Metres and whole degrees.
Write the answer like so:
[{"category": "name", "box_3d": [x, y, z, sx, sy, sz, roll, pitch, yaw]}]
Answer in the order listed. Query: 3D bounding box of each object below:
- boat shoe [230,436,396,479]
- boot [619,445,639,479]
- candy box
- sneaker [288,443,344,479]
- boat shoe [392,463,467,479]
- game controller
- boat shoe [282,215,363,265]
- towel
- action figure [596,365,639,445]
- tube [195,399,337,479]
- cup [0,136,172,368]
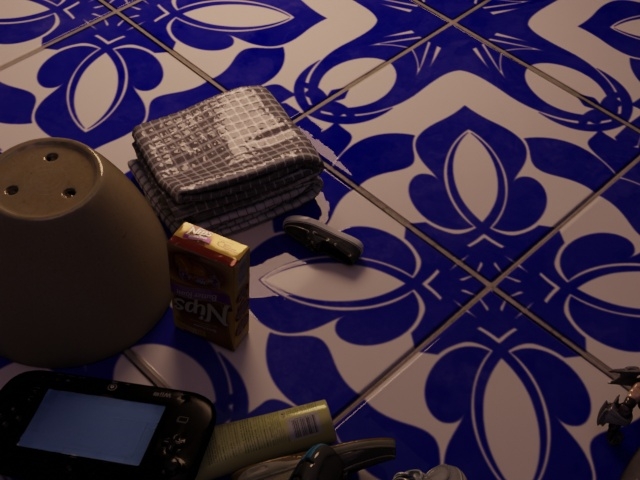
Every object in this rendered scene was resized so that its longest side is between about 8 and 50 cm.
[{"category": "boat shoe", "box_3d": [-0.004, 0.315, 1.220, 0.224, 0.080, 0.073, -12, 71, -7]}, {"category": "boot", "box_3d": [0.364, 0.351, 1.038, 0.118, 0.222, 0.338, 22, 75, 22]}, {"category": "candy box", "box_3d": [-0.161, 0.070, 1.346, 0.109, 0.186, 0.053, 21, 49, 16]}, {"category": "sneaker", "box_3d": [0.004, 0.416, 1.092, 0.140, 0.125, 0.340, 11, 68, -8]}, {"category": "boat shoe", "box_3d": [0.121, 0.329, 1.153, 0.081, 0.079, 0.227, 63, 32, -5]}, {"category": "game controller", "box_3d": [-0.303, 0.256, 1.239, 0.319, 0.067, 0.166, 6, 50, 12]}, {"category": "boat shoe", "box_3d": [0.000, 0.000, 1.507, 0.142, 0.049, 0.040, 20, 52, 11]}, {"category": "towel", "box_3d": [-0.165, -0.138, 1.572, 0.284, 0.121, 0.235, -21, 53, -20]}, {"category": "action figure", "box_3d": [0.477, 0.277, 1.262, 0.185, 0.099, 0.285, 2, 45, 9]}, {"category": "tube", "box_3d": [-0.100, 0.276, 1.262, 0.240, 0.070, 0.062, -14, 94, -6]}, {"category": "cup", "box_3d": [-0.390, -0.011, 1.376, 0.331, 0.237, 0.331, 1, 50, -1]}]
